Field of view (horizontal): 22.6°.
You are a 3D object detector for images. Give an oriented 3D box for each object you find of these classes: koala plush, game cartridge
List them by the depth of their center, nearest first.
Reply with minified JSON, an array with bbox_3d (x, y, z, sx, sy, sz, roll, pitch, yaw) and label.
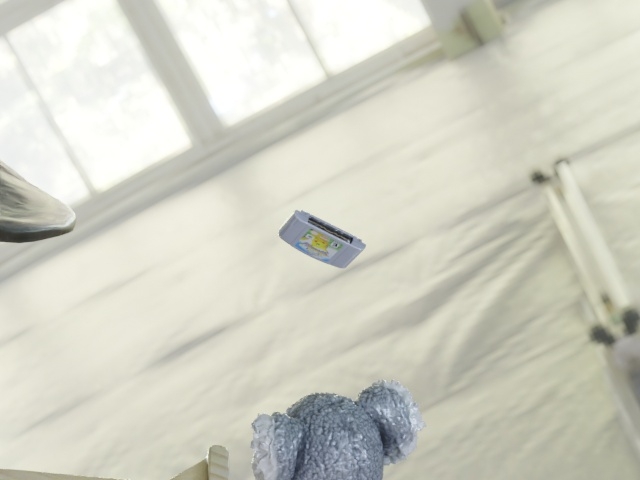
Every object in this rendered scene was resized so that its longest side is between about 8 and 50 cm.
[{"bbox_3d":[0.003,0.230,1.426,0.196,0.221,0.203,-7,-151,-31],"label":"koala plush"},{"bbox_3d":[0.000,0.000,1.668,0.056,0.083,0.017,-46,-159,59],"label":"game cartridge"}]

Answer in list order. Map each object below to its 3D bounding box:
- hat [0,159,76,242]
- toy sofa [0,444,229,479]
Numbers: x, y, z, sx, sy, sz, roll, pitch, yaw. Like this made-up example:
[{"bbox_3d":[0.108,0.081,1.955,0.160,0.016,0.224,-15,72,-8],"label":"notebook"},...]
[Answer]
[{"bbox_3d":[-0.260,-0.030,0.589,0.134,0.331,0.331,-60,-163,2],"label":"hat"},{"bbox_3d":[-0.242,0.240,1.136,0.363,0.150,0.177,6,-147,-10],"label":"toy sofa"}]
